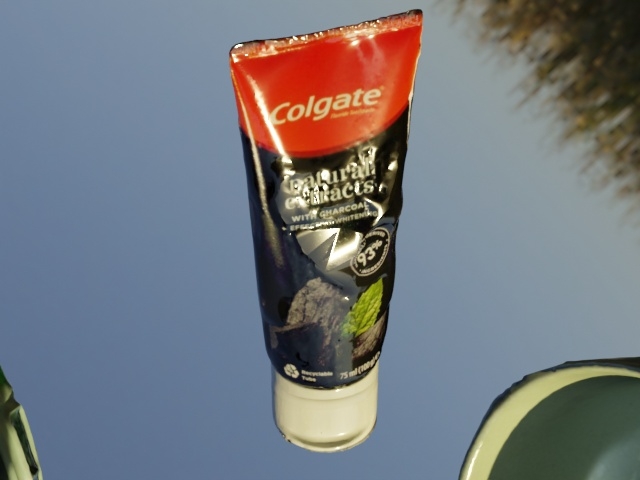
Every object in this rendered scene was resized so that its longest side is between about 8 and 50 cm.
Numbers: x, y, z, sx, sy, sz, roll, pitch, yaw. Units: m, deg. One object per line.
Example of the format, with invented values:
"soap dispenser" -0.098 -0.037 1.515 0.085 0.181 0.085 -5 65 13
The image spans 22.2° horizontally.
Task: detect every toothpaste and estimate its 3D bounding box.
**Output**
"toothpaste" 0.000 0.000 0.621 0.045 0.071 0.193 -118 23 -45

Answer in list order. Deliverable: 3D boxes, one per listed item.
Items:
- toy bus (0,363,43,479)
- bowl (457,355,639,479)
"toy bus" -0.191 0.088 0.479 0.164 0.134 0.276 63 -162 -5
"bowl" 0.257 0.232 1.196 0.163 0.307 0.307 -1 -133 -43
